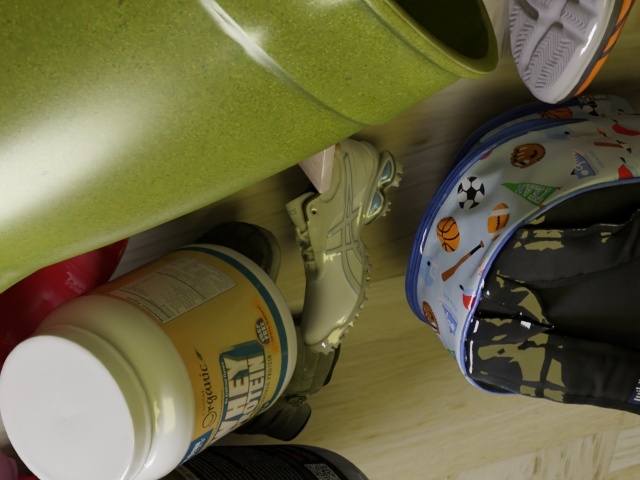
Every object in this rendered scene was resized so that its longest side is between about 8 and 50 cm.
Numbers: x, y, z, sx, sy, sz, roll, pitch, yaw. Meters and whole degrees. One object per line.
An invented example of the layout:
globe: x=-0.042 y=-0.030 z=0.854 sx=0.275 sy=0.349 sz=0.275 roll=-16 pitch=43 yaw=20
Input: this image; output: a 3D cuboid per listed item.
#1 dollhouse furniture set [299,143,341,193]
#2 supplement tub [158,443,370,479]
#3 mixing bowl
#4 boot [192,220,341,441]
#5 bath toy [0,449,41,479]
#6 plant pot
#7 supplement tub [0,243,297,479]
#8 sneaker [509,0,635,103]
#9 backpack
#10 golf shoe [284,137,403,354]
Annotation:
dollhouse furniture set: x=0.047 y=-0.141 z=1.320 sx=0.151 sy=0.123 sz=0.144 roll=-12 pitch=133 yaw=-22
supplement tub: x=-0.103 y=0.268 z=1.434 sx=0.338 sy=0.207 sz=0.207 roll=8 pitch=124 yaw=-54
mixing bowl: x=-0.233 y=0.013 z=1.285 sx=0.181 sy=0.098 sz=0.181 roll=-43 pitch=164 yaw=-15
boot: x=-0.049 y=0.077 z=1.502 sx=0.161 sy=0.083 sz=0.246 roll=-6 pitch=134 yaw=-38
bath toy: x=-0.303 y=0.179 z=1.394 sx=0.129 sy=0.151 sz=0.348 roll=-49 pitch=145 yaw=-18
plant pot: x=-0.142 y=-0.151 z=1.072 sx=0.353 sy=0.366 sz=0.366 roll=-35 pitch=138 yaw=18
supplement tub: x=-0.125 y=0.095 z=1.320 sx=0.200 sy=0.144 sz=0.144 roll=-29 pitch=147 yaw=-53
sneaker: x=0.268 y=-0.244 z=1.362 sx=0.180 sy=0.124 sz=0.321 roll=-1 pitch=128 yaw=-29
backpack: x=0.204 y=0.004 z=1.482 sx=0.263 sy=0.213 sz=0.276 roll=-9 pitch=125 yaw=-36
golf shoe: x=0.000 y=0.000 z=1.425 sx=0.086 sy=0.069 sz=0.176 roll=21 pitch=75 yaw=-29
